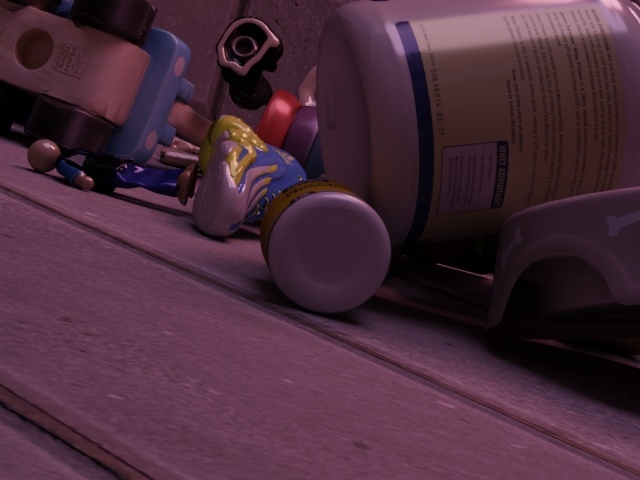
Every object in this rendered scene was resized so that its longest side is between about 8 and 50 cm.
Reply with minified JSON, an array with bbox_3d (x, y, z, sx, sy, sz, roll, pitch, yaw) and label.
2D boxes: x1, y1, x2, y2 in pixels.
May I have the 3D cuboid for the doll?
[{"bbox_3d":[-0.235,-0.078,1.828,0.189,0.046,0.129,10,15,3],"label":"doll"}]

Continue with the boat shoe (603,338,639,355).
[{"bbox_3d":[0.253,0.031,1.781,0.123,0.123,0.342,16,12,-17],"label":"boat shoe"}]

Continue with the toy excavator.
[{"bbox_3d":[-0.240,-0.192,2.272,0.433,0.222,0.445,19,-2,20],"label":"toy excavator"}]

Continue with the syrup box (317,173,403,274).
[{"bbox_3d":[0.043,-0.017,1.754,0.093,0.096,0.237,18,5,6],"label":"syrup box"}]

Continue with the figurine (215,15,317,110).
[{"bbox_3d":[-0.044,-0.209,2.348,0.215,0.092,0.209,30,-14,7],"label":"figurine"}]

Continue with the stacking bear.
[{"bbox_3d":[0.057,-0.058,1.950,0.289,0.164,0.175,21,6,4],"label":"stacking bear"}]

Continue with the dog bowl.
[{"bbox_3d":[0.315,0.022,1.445,0.349,0.102,0.349,-2,-9,0],"label":"dog bowl"}]

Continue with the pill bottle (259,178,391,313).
[{"bbox_3d":[0.000,0.000,1.422,0.103,0.103,0.184,15,6,-7],"label":"pill bottle"}]

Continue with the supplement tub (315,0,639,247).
[{"bbox_3d":[0.177,-0.123,1.560,0.325,0.235,0.235,-7,11,-13],"label":"supplement tub"}]

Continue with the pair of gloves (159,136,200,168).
[{"bbox_3d":[-0.148,-0.123,2.555,0.204,0.042,0.240,15,5,-4],"label":"pair of gloves"}]

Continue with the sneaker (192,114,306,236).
[{"bbox_3d":[-0.066,-0.060,1.768,0.126,0.091,0.240,24,25,-14],"label":"sneaker"}]

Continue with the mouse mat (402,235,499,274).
[{"bbox_3d":[0.172,-0.047,2.030,0.153,0.189,0.007,15,33,-10],"label":"mouse mat"}]

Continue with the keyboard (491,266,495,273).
[{"bbox_3d":[0.274,-0.030,2.204,0.100,0.192,0.038,22,-24,22],"label":"keyboard"}]
